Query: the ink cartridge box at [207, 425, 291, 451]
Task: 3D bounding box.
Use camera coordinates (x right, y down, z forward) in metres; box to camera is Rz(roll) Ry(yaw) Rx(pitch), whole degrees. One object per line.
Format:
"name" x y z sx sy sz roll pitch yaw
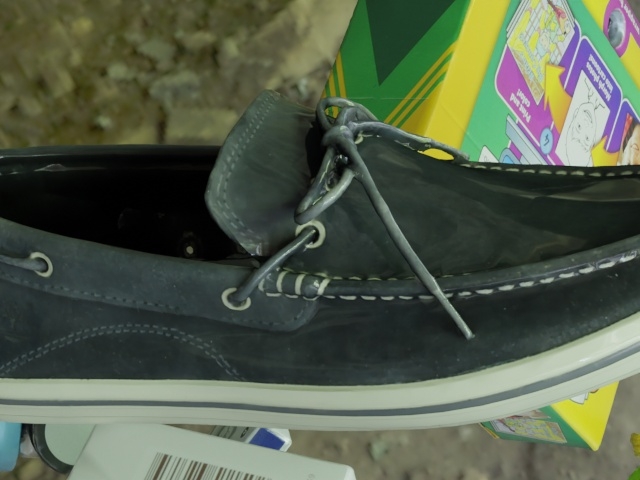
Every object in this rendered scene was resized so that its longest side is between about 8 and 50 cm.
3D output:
"ink cartridge box" -0.118 0.250 1.588 0.223 0.045 0.224 -53 10 5

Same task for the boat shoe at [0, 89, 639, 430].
"boat shoe" 0.000 0.000 0.828 0.500 0.156 0.187 -4 23 20

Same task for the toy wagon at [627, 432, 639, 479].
"toy wagon" 0.299 0.314 1.260 0.267 0.344 0.068 8 17 30

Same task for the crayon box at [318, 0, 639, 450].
"crayon box" 0.141 -0.056 1.125 0.106 0.363 0.313 5 64 36

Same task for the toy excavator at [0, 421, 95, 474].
"toy excavator" -0.430 0.033 1.614 0.445 0.433 0.222 3 7 -20

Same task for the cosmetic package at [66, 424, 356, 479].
"cosmetic package" -0.073 0.360 1.323 0.230 0.453 0.161 10 51 19
